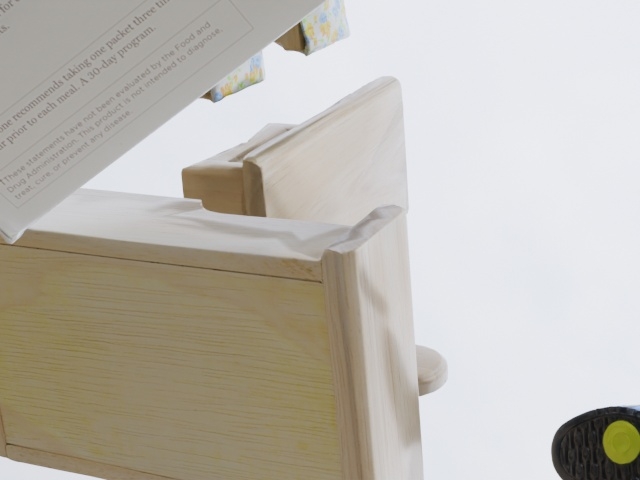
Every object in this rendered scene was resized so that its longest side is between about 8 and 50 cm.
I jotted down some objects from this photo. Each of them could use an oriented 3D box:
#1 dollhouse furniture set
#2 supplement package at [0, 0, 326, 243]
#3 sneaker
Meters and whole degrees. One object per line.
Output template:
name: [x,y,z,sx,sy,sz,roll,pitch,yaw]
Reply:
dollhouse furniture set: [0.000,0.000,0.844,0.257,0.394,0.362,7,-66,27]
supplement package: [-0.082,-0.153,0.360,0.203,0.194,0.149,48,12,-28]
sneaker: [0.268,0.144,0.911,0.209,0.082,0.069,-20,-108,37]
